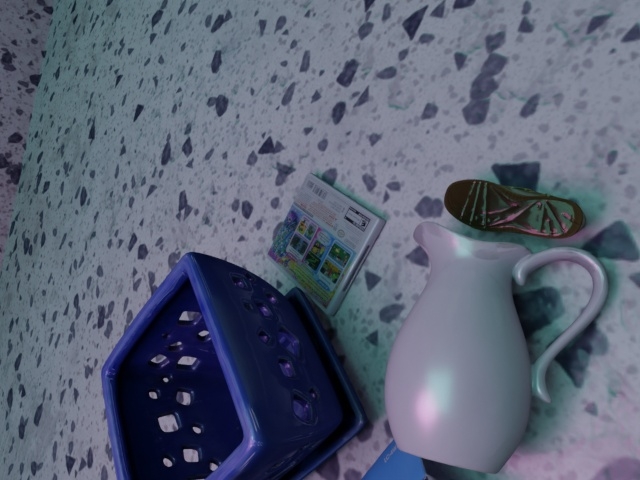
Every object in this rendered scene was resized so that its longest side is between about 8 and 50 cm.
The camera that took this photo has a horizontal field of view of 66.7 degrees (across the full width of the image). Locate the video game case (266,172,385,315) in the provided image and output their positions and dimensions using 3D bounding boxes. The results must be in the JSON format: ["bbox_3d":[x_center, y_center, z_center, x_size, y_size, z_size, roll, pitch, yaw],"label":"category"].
[{"bbox_3d":[0.000,0.000,0.667,0.157,0.019,0.143,38,106,42],"label":"video game case"}]

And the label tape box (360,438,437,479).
[{"bbox_3d":[0.091,0.372,0.392,0.249,0.115,0.348,-58,18,16],"label":"label tape box"}]

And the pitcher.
[{"bbox_3d":[0.153,0.096,0.437,0.177,0.125,0.207,4,70,29],"label":"pitcher"}]

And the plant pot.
[{"bbox_3d":[-0.096,0.183,0.574,0.236,0.212,0.236,-48,51,23],"label":"plant pot"}]

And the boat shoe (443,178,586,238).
[{"bbox_3d":[0.187,-0.028,0.477,0.135,0.045,0.050,23,103,41],"label":"boat shoe"}]
